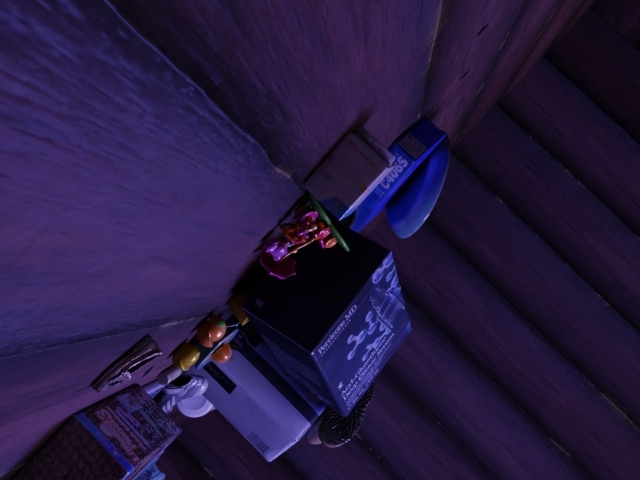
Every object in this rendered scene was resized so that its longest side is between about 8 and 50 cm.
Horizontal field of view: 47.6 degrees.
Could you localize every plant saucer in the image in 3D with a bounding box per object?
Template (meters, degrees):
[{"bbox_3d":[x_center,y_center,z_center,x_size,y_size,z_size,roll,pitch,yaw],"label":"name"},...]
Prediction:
[{"bbox_3d":[0.258,-0.163,2.010,0.317,0.043,0.318,-160,-90,-75],"label":"plant saucer"}]

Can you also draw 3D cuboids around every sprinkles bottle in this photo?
[{"bbox_3d":[-0.382,0.496,2.325,0.121,0.121,0.355,-44,174,-9],"label":"sprinkles bottle"}]

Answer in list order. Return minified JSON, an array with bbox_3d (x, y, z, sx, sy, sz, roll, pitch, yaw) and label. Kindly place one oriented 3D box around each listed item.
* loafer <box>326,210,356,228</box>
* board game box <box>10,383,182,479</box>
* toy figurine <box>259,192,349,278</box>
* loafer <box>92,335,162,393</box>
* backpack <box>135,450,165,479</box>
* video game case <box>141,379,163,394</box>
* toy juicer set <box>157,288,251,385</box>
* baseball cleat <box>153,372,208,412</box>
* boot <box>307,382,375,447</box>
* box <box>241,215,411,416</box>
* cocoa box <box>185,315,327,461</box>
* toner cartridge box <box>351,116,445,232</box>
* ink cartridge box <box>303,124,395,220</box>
[{"bbox_3d":[0.000,0.000,1.783,0.223,0.076,0.078,-43,-177,11],"label":"loafer"},{"bbox_3d":[-0.433,0.428,1.386,0.232,0.141,0.291,-46,174,5],"label":"board game box"},{"bbox_3d":[-0.049,0.004,1.406,0.159,0.130,0.173,-36,152,-1],"label":"toy figurine"},{"bbox_3d":[-0.316,0.211,1.198,0.125,0.039,0.045,-43,175,-25],"label":"loafer"},{"bbox_3d":[-0.526,0.616,1.905,0.225,0.191,0.253,-47,179,13],"label":"backpack"},{"bbox_3d":[-0.451,0.398,1.657,0.183,0.023,0.201,-46,173,3],"label":"video game case"},{"bbox_3d":[-0.267,0.265,1.686,0.329,0.089,0.209,-49,173,36],"label":"toy juicer set"},{"bbox_3d":[-0.385,0.379,1.829,0.205,0.072,0.109,-30,140,19],"label":"baseball cleat"},{"bbox_3d":[0.030,0.493,1.935,0.236,0.089,0.269,-43,173,-40],"label":"boot"},{"bbox_3d":[0.032,0.185,1.718,0.293,0.212,0.395,-50,149,-18],"label":"box"},{"bbox_3d":[-0.155,0.377,1.978,0.228,0.347,0.231,-42,173,-38],"label":"cocoa box"},{"bbox_3d":[0.180,-0.164,1.924,0.165,0.075,0.348,-40,172,-40],"label":"toner cartridge box"},{"bbox_3d":[0.058,-0.121,1.269,0.143,0.092,0.090,-47,175,18],"label":"ink cartridge box"}]
